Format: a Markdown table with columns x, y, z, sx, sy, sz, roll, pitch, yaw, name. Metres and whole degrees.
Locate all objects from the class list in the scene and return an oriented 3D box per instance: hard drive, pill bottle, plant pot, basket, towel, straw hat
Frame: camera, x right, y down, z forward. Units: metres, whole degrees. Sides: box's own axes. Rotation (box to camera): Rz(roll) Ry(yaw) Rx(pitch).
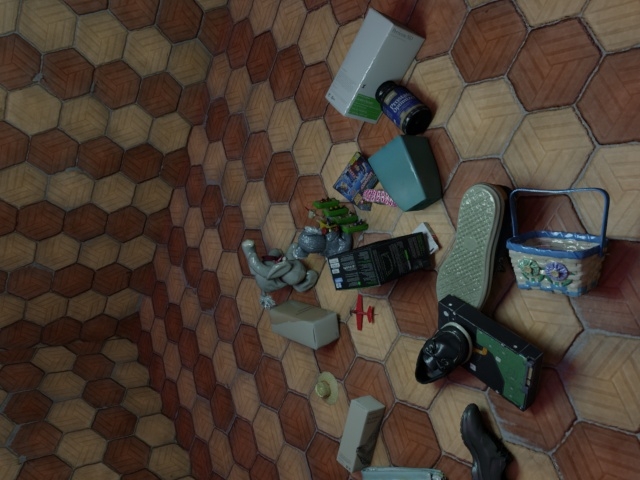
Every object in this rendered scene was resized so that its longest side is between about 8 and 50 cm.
| x | y | z | sx | sy | sz | roll | pitch | yaw | name |
| --- | --- | --- | --- | --- | --- | --- | --- | --- | --- |
| 0.507 | 0.337 | 1.547 | 0.339 | 0.064 | 0.236 | 35 | 146 | 44 | hard drive |
| 0.296 | -0.488 | 1.840 | 0.219 | 0.123 | 0.122 | 55 | 127 | 34 | pill bottle |
| 0.317 | -0.228 | 1.790 | 0.165 | 0.166 | 0.234 | -34 | 72 | 42 | plant pot |
| 0.647 | -0.001 | 1.372 | 0.255 | 0.201 | 0.288 | 5 | 102 | 49 | basket |
| 0.315 | 0.985 | 1.802 | 0.375 | 0.090 | 0.320 | -24 | 71 | 46 | towel |
| 0.012 | 0.642 | 2.171 | 0.145 | 0.061 | 0.144 | -1 | 89 | 49 | straw hat |

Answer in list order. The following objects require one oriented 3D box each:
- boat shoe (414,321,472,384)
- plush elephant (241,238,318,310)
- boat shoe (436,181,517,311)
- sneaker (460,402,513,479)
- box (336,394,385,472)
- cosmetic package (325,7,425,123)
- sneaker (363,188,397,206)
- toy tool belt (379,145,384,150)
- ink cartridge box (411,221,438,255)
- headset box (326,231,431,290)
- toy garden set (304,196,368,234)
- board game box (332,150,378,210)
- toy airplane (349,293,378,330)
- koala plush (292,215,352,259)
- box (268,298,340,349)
| x | y | z | sx | sy | sz | roll | pitch | yaw | name |
| --- | --- | --- | --- | --- | --- | --- | --- | --- | --- |
| 0.378 | 0.377 | 1.623 | 0.127 | 0.113 | 0.340 | 51 | 154 | 18 | boat shoe |
| -0.171 | 0.122 | 2.250 | 0.256 | 0.272 | 0.329 | -23 | 59 | 26 | plush elephant |
| 0.496 | 0.048 | 1.585 | 0.187 | 0.156 | 0.499 | 33 | 128 | 41 | boat shoe |
| 0.528 | 0.653 | 1.579 | 0.130 | 0.109 | 0.286 | -19 | 81 | 36 | sneaker |
| 0.157 | 0.754 | 1.969 | 0.094 | 0.113 | 0.274 | 25 | 109 | 45 | box |
| 0.199 | -0.648 | 1.901 | 0.155 | 0.197 | 0.365 | 54 | 128 | 34 | cosmetic package |
| 0.253 | -0.164 | 1.928 | 0.171 | 0.075 | 0.063 | 11 | 97 | 25 | sneaker |
| 0.239 | -0.322 | 1.952 | 0.052 | 0.051 | 0.083 | 27 | 109 | 45 | toy tool belt |
| 0.381 | -0.003 | 1.801 | 0.063 | 0.029 | 0.115 | -49 | 56 | 35 | ink cartridge box |
| 0.213 | 0.071 | 1.792 | 0.246 | 0.283 | 0.131 | -14 | 92 | 53 | headset box |
| 0.045 | -0.109 | 2.045 | 0.244 | 0.204 | 0.049 | 42 | 133 | 39 | toy garden set |
| 0.161 | -0.222 | 2.031 | 0.194 | 0.060 | 0.194 | -55 | 53 | 32 | board game box |
| 0.168 | 0.294 | 2.030 | 0.151 | 0.028 | 0.151 | -4 | 85 | 48 | toy airplane |
| 0.000 | 0.000 | 2.083 | 0.196 | 0.221 | 0.203 | -56 | 51 | 31 | koala plush |
| -0.074 | 0.360 | 2.198 | 0.311 | 0.148 | 0.121 | 8 | 111 | 47 | box |
